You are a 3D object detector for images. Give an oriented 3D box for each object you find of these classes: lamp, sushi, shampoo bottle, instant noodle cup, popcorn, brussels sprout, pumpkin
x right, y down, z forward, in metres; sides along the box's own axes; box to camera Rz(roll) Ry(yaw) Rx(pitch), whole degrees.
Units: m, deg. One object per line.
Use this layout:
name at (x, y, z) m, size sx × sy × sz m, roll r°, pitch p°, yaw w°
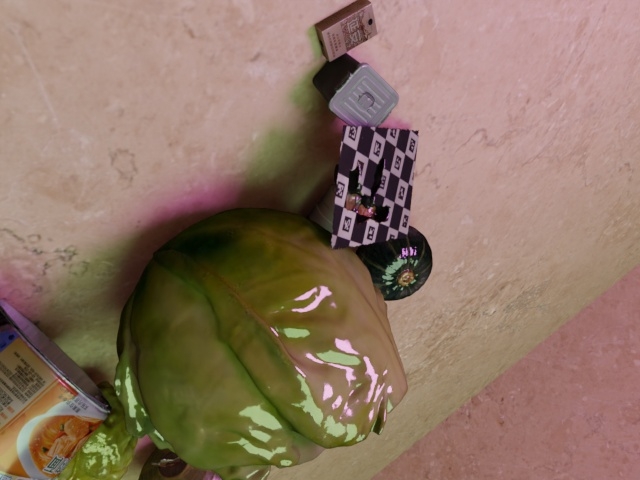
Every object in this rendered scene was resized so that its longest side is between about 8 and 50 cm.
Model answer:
lamp at (-0.288, 0.524, 1.307) m, size 0.250 × 0.250 × 0.284 m, roll -30°, pitch 136°, yaw -9°
sushi at (0.076, -0.086, 0.959) m, size 0.279 × 0.043 × 0.193 m, roll -14°, pitch 111°, yaw -58°
shampoo bottle at (0.000, 0.000, 1.075) m, size 0.092 × 0.092 × 0.303 m, roll 13°, pitch 122°, yaw -47°
instant noodle cup at (-0.445, 0.228, 0.809) m, size 0.214 × 0.296 × 0.296 m, roll -46°, pitch 147°, yaw -19°
popcorn at (-0.434, 0.351, 1.027) m, size 0.256 × 0.195 × 0.255 m, roll -21°, pitch 140°, yaw 10°
brussels sprout at (-0.112, 0.139, 0.910) m, size 0.424 × 0.342 × 0.361 m, roll -21°, pitch 108°, yaw 5°
pumpkin at (0.147, 0.044, 1.216) m, size 0.167 × 0.125 × 0.167 m, roll -17°, pitch 140°, yaw -15°

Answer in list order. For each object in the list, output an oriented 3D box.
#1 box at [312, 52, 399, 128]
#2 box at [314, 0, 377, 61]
box at (0.049, -0.221, 0.888) m, size 0.084 × 0.069 × 0.122 m, roll -47°, pitch 143°, yaw 12°
box at (0.037, -0.294, 0.834) m, size 0.083 × 0.024 × 0.053 m, roll -31°, pitch 144°, yaw -5°
